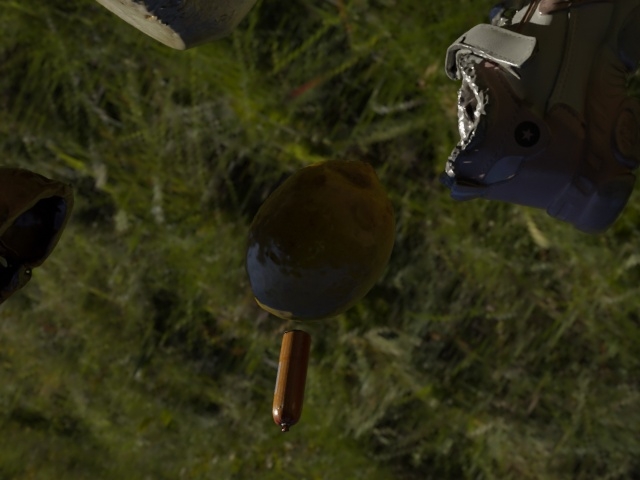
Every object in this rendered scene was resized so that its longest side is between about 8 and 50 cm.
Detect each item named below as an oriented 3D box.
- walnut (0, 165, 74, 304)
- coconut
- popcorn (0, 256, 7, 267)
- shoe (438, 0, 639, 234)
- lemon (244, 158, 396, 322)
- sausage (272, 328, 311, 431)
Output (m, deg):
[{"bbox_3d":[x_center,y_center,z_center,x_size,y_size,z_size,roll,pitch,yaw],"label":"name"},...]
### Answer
[{"bbox_3d":[-0.317,-0.013,1.136,0.087,0.167,0.211,43,159,5],"label":"walnut"},{"bbox_3d":[-0.161,-0.369,1.413,0.245,0.247,0.245,32,177,2],"label":"coconut"},{"bbox_3d":[-0.466,0.008,1.443,0.235,0.181,0.216,41,-135,20],"label":"popcorn"},{"bbox_3d":[0.231,-0.187,1.253,0.198,0.351,0.172,7,156,-2],"label":"shoe"},{"bbox_3d":[0.000,0.000,1.413,0.170,0.207,0.170,32,-154,-18],"label":"lemon"},{"bbox_3d":[-0.029,0.141,1.182,0.031,0.031,0.107,22,-127,-21],"label":"sausage"}]
